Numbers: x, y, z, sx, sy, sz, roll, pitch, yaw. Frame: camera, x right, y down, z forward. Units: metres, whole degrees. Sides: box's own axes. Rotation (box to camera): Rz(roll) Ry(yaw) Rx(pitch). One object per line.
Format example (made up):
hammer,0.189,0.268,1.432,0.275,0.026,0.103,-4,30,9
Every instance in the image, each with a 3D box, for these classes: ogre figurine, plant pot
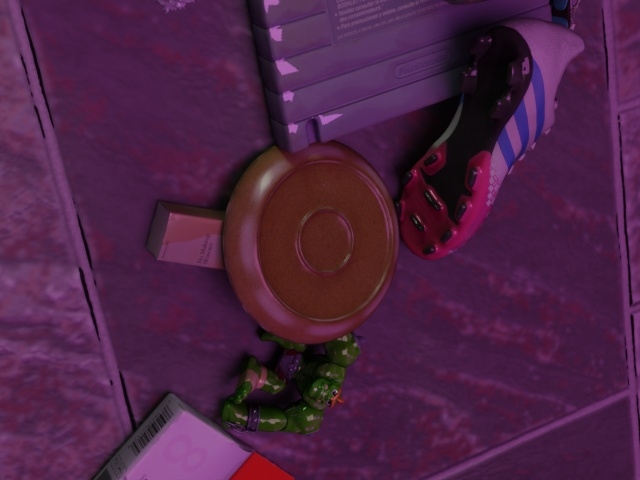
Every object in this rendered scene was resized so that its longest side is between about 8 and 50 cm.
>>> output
ogre figurine,-0.026,0.150,1.607,0.118,0.097,0.197,25,82,-15
plant pot,0.000,0.000,1.543,0.236,0.032,0.236,0,90,-33

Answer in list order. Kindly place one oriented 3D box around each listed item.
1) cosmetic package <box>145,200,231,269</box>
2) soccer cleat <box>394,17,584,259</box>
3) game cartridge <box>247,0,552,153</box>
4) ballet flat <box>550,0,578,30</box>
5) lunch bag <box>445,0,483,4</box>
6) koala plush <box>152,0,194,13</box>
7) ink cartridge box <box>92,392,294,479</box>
cosmetic package,-0.129,-0.004,1.515,0.115,0.041,0.060,7,107,-30
soccer cleat,0.199,-0.108,1.559,0.143,0.116,0.331,-14,142,-37
game cartridge,0.093,-0.259,1.517,0.355,0.068,0.230,-20,114,-19
ballet flat,0.291,-0.269,1.627,0.041,0.041,0.114,2,110,-28
lunch bag,0.236,-0.415,1.400,0.256,0.212,0.305,-14,89,-32
koala plush,-0.174,-0.306,1.257,0.203,0.221,0.196,-29,121,-14
ink cartridge box,-0.153,0.312,1.625,0.232,0.066,0.189,40,91,-30
